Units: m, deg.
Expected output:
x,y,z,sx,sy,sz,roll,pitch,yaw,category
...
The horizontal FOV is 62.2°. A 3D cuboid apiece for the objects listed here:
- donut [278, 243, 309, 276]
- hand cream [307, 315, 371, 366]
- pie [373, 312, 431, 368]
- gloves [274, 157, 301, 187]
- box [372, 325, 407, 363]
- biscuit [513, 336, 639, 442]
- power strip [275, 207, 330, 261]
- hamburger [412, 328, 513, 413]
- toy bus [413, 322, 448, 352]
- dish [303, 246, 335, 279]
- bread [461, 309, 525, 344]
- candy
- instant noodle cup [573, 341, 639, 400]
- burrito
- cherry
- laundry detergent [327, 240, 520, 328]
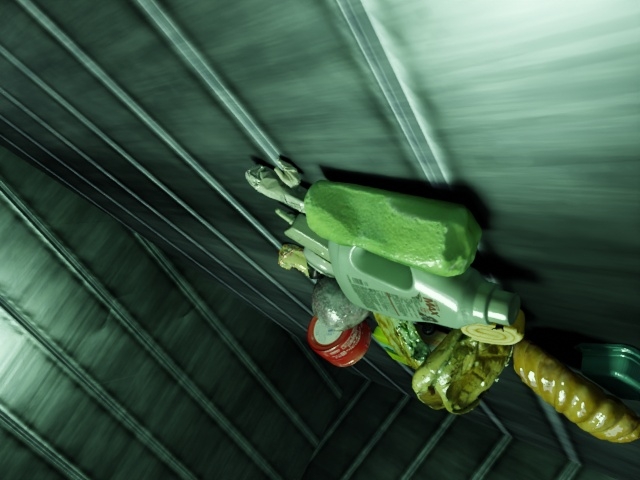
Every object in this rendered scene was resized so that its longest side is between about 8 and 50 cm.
x,y,z,sx,sy,sz,roll,pitch,yaw,category
-0.071,0.064,1.677,0.166,0.065,0.108,21,161,25,donut
0.071,0.363,2.069,0.230,0.230,0.149,12,156,44,hand cream
0.239,0.270,1.583,0.302,0.067,0.302,59,172,14,pie
-0.068,-0.138,1.115,0.044,0.037,0.081,-20,123,20,gloves
0.350,0.462,2.218,0.187,0.047,0.335,19,160,31,box
0.592,0.355,1.250,0.326,0.107,0.326,37,-175,-4,biscuit
0.000,0.000,1.397,0.288,0.053,0.093,31,164,-11,power strip
0.377,0.333,1.424,0.265,0.285,0.134,45,174,-40,hamburger
0.391,0.339,1.677,0.268,0.106,0.092,16,161,37,toy bus
-0.003,0.079,1.509,0.141,0.078,0.141,32,-174,-4,dish
0.398,0.197,1.239,0.149,0.073,0.122,10,151,9,bread
0.127,-0.031,0.992,0.344,0.131,0.142,18,-157,38,candy
0.667,0.294,1.167,0.179,0.070,0.157,33,161,-12,instant noodle cup
-0.073,-0.109,1.178,0.203,0.064,0.064,27,163,4,burrito
0.062,0.177,1.590,0.195,0.195,0.195,26,163,8,cherry
0.215,0.087,1.131,0.398,0.124,0.264,13,143,40,laundry detergent
